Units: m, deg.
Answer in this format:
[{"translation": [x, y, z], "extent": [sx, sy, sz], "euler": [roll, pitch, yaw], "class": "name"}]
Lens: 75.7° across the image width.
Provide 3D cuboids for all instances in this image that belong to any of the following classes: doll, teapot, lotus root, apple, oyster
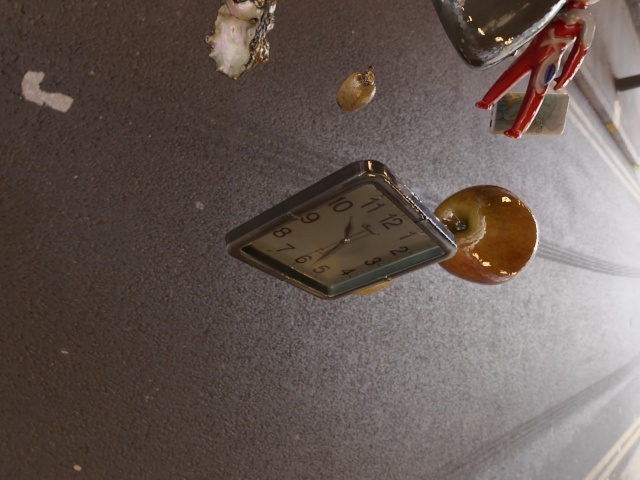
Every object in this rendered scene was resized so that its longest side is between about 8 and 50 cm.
[{"translation": [0.489, -0.416, 0.873], "extent": [0.099, 0.384, 0.188], "euler": [1, 44, -29], "class": "doll"}, {"translation": [0.363, -0.442, 0.701], "extent": [0.305, 0.285, 0.223], "euler": [6, 67, -51], "class": "teapot"}, {"translation": [0.152, -0.607, 1.666], "extent": [0.125, 0.221, 0.118], "euler": [16, 56, -34], "class": "lotus root"}, {"translation": [0.403, -0.015, 1.057], "extent": [0.264, 0.264, 0.264], "euler": [3, 86, -45], "class": "apple"}, {"translation": [-0.210, -0.542, 1.070], "extent": [0.092, 0.259, 0.198], "euler": [-23, 84, -40], "class": "oyster"}]

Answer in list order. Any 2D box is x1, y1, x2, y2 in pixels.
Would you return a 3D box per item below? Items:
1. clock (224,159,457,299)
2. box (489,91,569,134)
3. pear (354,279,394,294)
[{"translation": [0.035, 0.002, 0.640], "extent": [0.273, 0.279, 0.049], "euler": [33, 42, -44], "class": "clock"}, {"translation": [0.727, -0.441, 1.437], "extent": [0.285, 0.044, 0.142], "euler": [-3, 109, -10], "class": "box"}, {"translation": [0.118, -0.001, 1.368], "extent": [0.362, 0.418, 0.362], "euler": [-13, 90, -81], "class": "pear"}]
